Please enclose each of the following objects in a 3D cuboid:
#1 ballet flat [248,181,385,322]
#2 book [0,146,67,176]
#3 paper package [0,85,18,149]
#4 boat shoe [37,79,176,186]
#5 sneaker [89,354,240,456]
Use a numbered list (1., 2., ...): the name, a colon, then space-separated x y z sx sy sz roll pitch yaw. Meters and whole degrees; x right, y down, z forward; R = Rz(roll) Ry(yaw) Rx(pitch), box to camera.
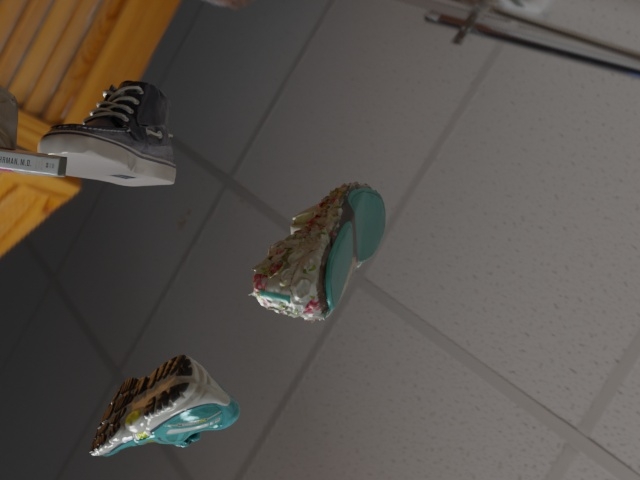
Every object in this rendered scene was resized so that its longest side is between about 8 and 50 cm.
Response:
1. ballet flat: 0.000 0.000 0.761 0.077 0.241 0.091 -1 -74 17
2. book: -0.353 -0.087 0.904 0.096 0.144 0.035 -161 -102 -77
3. paper package: -0.614 -0.139 1.096 0.325 0.309 0.168 -36 -142 17
4. boat shoe: -0.323 -0.177 1.284 0.127 0.340 0.158 -2 -93 10
5. sneaker: -0.217 0.244 1.116 0.275 0.110 0.107 -27 -145 42
